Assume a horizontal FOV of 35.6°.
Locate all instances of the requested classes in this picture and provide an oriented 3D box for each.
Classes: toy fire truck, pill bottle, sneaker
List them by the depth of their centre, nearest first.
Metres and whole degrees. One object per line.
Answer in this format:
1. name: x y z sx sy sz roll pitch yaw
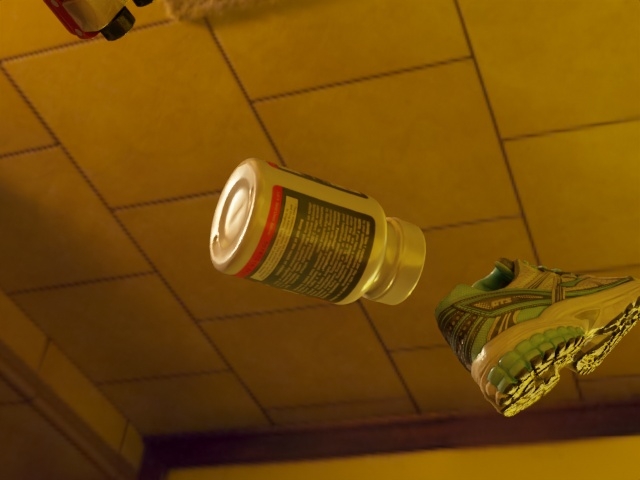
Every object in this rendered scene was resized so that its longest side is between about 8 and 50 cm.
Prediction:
1. pill bottle: 0.000 0.000 0.916 0.180 0.107 0.108 17 141 -24
2. sneaker: 0.214 0.058 0.928 0.283 0.122 0.110 -10 139 -50
3. toy fire truck: -0.376 -0.438 1.582 0.246 0.217 0.158 9 147 44
